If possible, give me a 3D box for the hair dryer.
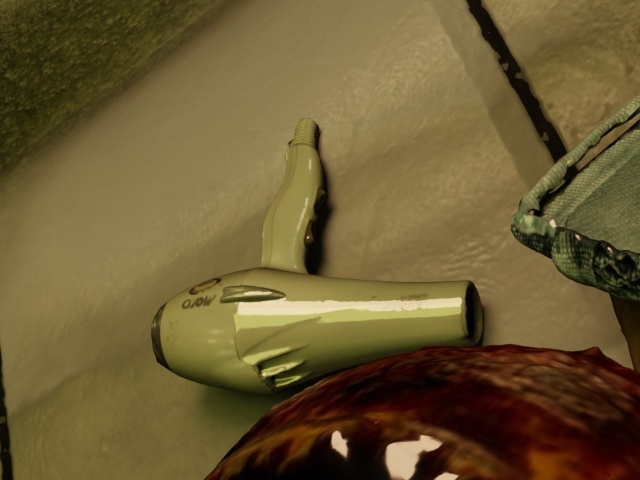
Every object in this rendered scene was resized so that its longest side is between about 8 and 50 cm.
[{"bbox_3d":[0.019,0.016,0.742,0.219,0.088,0.225,13,59,34],"label":"hair dryer"}]

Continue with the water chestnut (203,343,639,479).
[{"bbox_3d":[0.052,0.206,0.423,0.350,0.302,0.350,-1,89,39],"label":"water chestnut"}]

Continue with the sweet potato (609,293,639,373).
[{"bbox_3d":[0.194,0.056,0.574,0.075,0.075,0.273,-30,47,20],"label":"sweet potato"}]

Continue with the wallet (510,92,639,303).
[{"bbox_3d":[0.279,-0.014,0.480,0.237,0.075,0.342,-35,32,-23],"label":"wallet"}]
